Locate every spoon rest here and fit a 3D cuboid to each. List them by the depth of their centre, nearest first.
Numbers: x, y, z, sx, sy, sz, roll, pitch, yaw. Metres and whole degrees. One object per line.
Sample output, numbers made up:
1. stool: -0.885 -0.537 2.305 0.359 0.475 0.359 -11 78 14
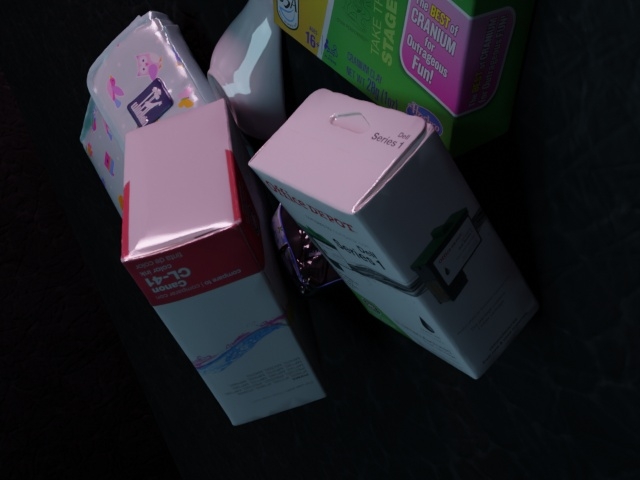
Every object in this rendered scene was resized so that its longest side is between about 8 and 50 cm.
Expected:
1. spoon rest: -0.082 -0.210 0.872 0.137 0.084 0.276 53 168 23

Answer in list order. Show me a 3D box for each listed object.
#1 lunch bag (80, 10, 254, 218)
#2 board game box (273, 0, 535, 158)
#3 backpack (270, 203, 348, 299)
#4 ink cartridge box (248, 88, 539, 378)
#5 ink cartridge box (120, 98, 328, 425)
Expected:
1. lunch bag: -0.209 -0.143 1.078 0.223 0.160 0.262 59 145 17
2. board game box: 0.052 -0.249 0.557 0.242 0.064 0.316 45 150 35
3. backpack: 0.000 0.000 0.867 0.114 0.105 0.084 68 159 13
4. ink cartridge box: 0.062 -0.006 0.665 0.160 0.092 0.219 29 163 52
5. ink cartridge box: -0.106 0.031 0.918 0.226 0.131 0.306 -105 -4 -47
